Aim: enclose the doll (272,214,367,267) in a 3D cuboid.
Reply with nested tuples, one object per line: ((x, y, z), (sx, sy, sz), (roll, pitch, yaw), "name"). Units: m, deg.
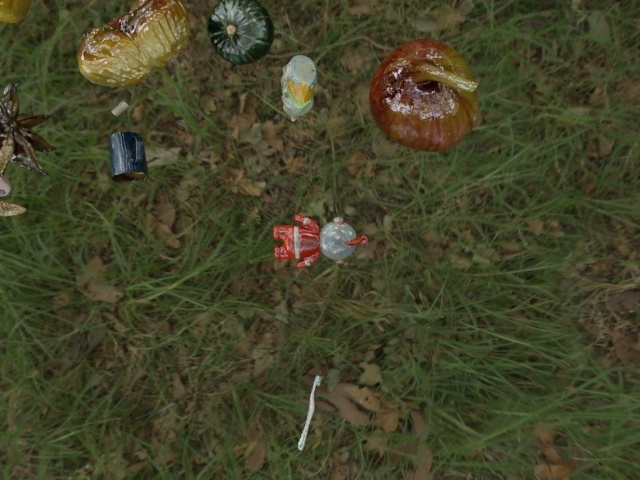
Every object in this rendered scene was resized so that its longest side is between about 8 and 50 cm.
((0.000, 0.000, 1.369), (0.244, 0.076, 0.143), (-4, 108, -1), "doll")

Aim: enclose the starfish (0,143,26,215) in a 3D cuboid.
((-0.715, -0.117, 1.069), (0.235, 0.062, 0.278), (10, 93, -12), "starfish")

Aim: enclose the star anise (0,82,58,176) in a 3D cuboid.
((-0.742, -0.252, 1.229), (0.102, 0.272, 0.272), (-20, 77, 24), "star anise")

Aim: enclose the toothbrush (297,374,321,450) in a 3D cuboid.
((-0.030, 0.458, 1.422), (0.022, 0.017, 0.204), (34, 52, -23), "toothbrush")

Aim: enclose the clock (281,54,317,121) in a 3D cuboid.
((-0.067, -0.459, 1.586), (0.103, 0.144, 0.231), (11, 49, -14), "clock")

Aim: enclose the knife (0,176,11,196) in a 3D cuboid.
((-1.033, -0.261, 1.664), (0.081, 0.336, 0.043), (-15, 59, -27), "knife")

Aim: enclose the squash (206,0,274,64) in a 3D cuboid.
((-0.252, -0.665, 1.682), (0.217, 0.172, 0.218), (7, 124, 11), "squash")

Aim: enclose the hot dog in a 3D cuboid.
((-0.544, -0.577, 1.542), (0.367, 0.196, 0.365), (-38, 34, 0), "hot dog")

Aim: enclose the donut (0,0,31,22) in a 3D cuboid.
((-0.801, -0.600, 1.217), (0.277, 0.277, 0.109), (15, 89, 14), "donut")

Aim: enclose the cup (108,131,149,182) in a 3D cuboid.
((-0.608, -0.273, 1.714), (0.149, 0.113, 0.138), (-13, 81, 18), "cup")

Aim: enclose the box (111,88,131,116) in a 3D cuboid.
((-0.578, -0.401, 1.542), (0.053, 0.024, 0.083), (-35, 37, 15), "box")

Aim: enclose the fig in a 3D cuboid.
((0.154, -0.228, 0.791), (0.174, 0.207, 0.175), (-2, 81, 14), "fig")
